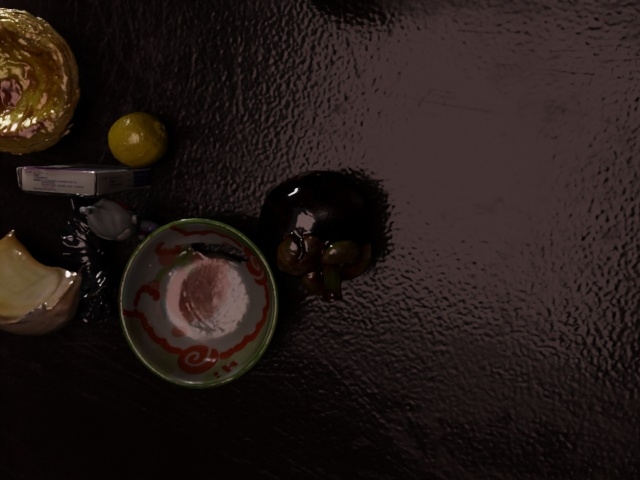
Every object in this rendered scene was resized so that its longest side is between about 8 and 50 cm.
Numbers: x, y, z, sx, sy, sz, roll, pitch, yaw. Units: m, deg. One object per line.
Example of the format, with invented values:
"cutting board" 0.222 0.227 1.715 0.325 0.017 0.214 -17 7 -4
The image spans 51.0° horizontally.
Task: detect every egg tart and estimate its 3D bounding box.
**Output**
"egg tart" -0.613 -0.322 1.379 0.295 0.116 0.294 1 96 6

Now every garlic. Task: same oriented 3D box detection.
"garlic" -0.587 0.105 1.357 0.339 0.151 0.196 17 103 42

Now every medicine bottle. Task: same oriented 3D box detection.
"medicine bottle" -0.456 -0.119 1.318 0.171 0.201 0.052 6 100 16

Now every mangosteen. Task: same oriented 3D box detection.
"mangosteen" 0.000 0.000 1.188 0.211 0.211 0.249 -31 55 17

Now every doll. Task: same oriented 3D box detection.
"doll" -0.390 -0.036 1.298 0.102 0.227 0.075 -5 79 14

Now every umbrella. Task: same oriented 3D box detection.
"umbrella" -0.482 0.039 1.397 0.110 0.122 0.272 -17 87 -27

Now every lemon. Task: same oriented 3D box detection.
"lemon" -0.358 -0.200 1.329 0.133 0.109 0.109 -24 90 22

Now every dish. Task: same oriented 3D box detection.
"dish" -0.223 0.118 1.326 0.325 0.124 0.323 0 90 12
